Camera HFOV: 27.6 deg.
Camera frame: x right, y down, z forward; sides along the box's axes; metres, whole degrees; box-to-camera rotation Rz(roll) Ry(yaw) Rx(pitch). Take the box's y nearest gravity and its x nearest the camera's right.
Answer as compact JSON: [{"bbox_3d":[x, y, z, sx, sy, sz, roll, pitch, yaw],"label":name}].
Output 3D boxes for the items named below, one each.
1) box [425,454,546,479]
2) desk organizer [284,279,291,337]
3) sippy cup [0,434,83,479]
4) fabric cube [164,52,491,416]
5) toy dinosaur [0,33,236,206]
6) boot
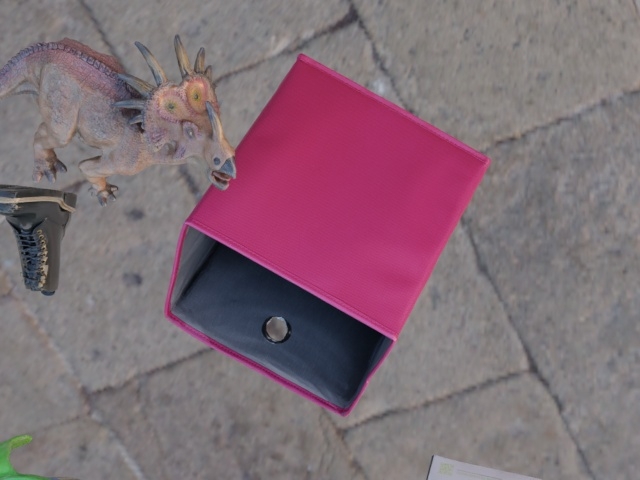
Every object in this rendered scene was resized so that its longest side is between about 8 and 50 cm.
[{"bbox_3d":[0.224,0.450,1.726,0.232,0.322,0.058,11,137,12],"label":"box"},{"bbox_3d":[-0.020,0.100,1.645,0.050,0.047,0.130,-20,106,-25],"label":"desk organizer"},{"bbox_3d":[-0.450,0.487,2.144,0.240,0.224,0.305,12,91,10],"label":"sippy cup"},{"bbox_3d":[0.000,0.000,1.488,0.254,0.258,0.259,28,151,2],"label":"fabric cube"},{"bbox_3d":[-0.211,-0.138,1.280,0.296,0.127,0.200,22,151,-4],"label":"toy dinosaur"},{"bbox_3d":[-0.356,0.002,1.610,0.077,0.198,0.137,8,89,14],"label":"boot"}]
